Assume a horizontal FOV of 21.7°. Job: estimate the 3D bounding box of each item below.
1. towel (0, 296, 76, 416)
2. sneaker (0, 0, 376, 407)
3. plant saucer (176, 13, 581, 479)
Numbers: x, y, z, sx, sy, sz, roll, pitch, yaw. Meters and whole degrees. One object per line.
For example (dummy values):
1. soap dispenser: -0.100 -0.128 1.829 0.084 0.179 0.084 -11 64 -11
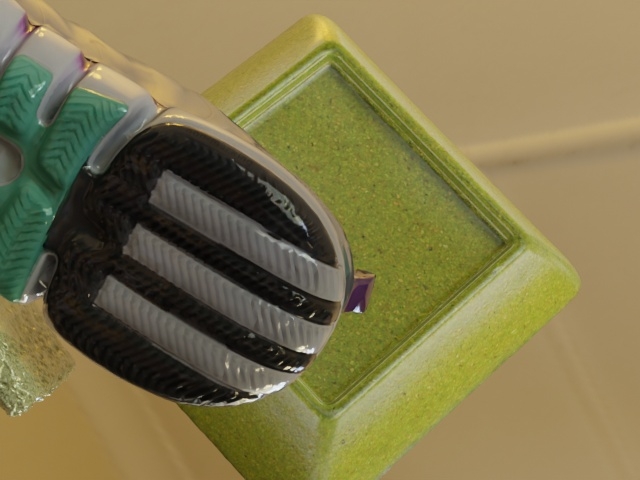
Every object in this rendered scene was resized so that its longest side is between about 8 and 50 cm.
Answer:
1. towel: -0.164 0.034 0.821 0.110 0.027 0.148 55 0 -5
2. sneaker: -0.088 -0.032 0.441 0.223 0.098 0.083 36 -81 9
3. plant saucer: 0.000 0.000 0.743 0.188 0.188 0.045 46 -25 9
